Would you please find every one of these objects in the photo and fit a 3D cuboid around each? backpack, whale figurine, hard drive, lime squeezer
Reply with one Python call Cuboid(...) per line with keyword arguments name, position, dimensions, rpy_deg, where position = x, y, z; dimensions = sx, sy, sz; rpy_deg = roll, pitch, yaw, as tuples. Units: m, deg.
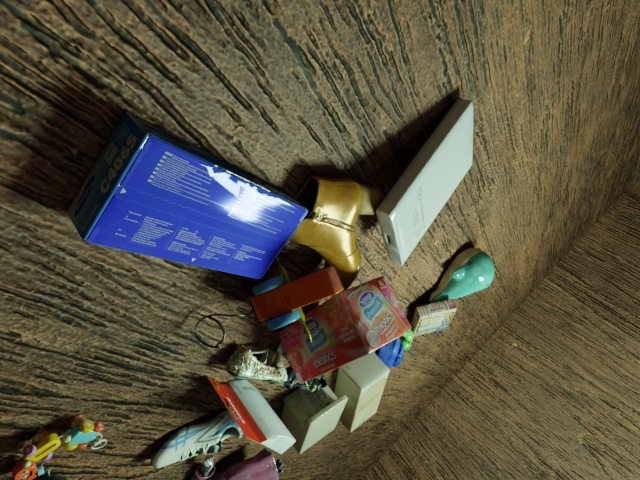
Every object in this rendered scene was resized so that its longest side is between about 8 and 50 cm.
Cuboid(name="backpack", position=(0.253, 0.393, 1.590), dimensions=(0.098, 0.101, 0.120), rpy_deg=(-68, 164, -50))
Cuboid(name="whale figurine", position=(0.534, 0.158, 1.637), dimensions=(0.272, 0.141, 0.216), rpy_deg=(-47, 147, 5))
Cuboid(name="hard drive", position=(0.262, -0.134, 1.057), dimensions=(0.353, 0.047, 0.233), rpy_deg=(-52, 148, -16))
Cuboid(name="lime squeezer", position=(0.313, 0.403, 1.714), dimensions=(0.109, 0.059, 0.311), rpy_deg=(-34, 145, -20))

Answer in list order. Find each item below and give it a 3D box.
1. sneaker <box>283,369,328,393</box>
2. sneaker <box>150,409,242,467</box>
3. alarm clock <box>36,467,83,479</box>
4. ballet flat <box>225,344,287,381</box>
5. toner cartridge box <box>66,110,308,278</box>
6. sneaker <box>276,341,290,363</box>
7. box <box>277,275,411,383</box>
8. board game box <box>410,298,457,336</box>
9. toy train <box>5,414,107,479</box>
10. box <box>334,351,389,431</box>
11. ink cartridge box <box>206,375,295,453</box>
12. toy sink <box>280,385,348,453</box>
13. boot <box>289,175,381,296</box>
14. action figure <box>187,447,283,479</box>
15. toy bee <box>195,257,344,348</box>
Cuboid(name="sneaker", position=(-0.038, 0.419, 1.316), dimensions=(0.188, 0.078, 0.067), rpy_deg=(20, 108, -54))
Cuboid(name="sneaker", position=(-0.304, 0.508, 1.105), dimensions=(0.237, 0.086, 0.085), rpy_deg=(-14, 136, -38))
Cuboid(name="alarm clock", position=(-0.567, 0.536, 0.856), dimensions=(0.192, 0.064, 0.129), rpy_deg=(-54, 147, 7))
Cuboid(name="ballet flat", position=(-0.141, 0.310, 1.095), dimensions=(0.241, 0.091, 0.077), rpy_deg=(40, 70, -60))
Cuboid(name="toner cartridge box", position=(-0.180, -0.046, 0.693), dimensions=(0.165, 0.075, 0.347), rpy_deg=(-55, 146, 9))
Cuboid(name="sneaker", position=(-0.054, 0.320, 1.201), dimensions=(0.063, 0.075, 0.170), rpy_deg=(-48, 147, 0))
Cuboid(name="box", position=(0.047, 0.218, 1.047), dimensions=(0.154, 0.142, 0.300), rpy_deg=(-15, 163, -39))
Cuboid(name="board game box", position=(0.425, 0.298, 1.668), dimensions=(0.146, 0.045, 0.194), rpy_deg=(-12, 147, -6))
Cuboid(name="toy train", position=(-0.490, 0.381, 0.809), dimensions=(0.166, 0.046, 0.125), rpy_deg=(-16, 141, -38))
Cuboid(name="box", position=(0.141, 0.550, 1.608), dimensions=(0.147, 0.121, 0.311), rpy_deg=(-26, 141, -29))
Cuboid(name="ink cartridge box", position=(-0.165, 0.414, 1.070), dimensions=(0.066, 0.189, 0.232), rpy_deg=(-38, 144, -15))
Cuboid(name="toy sink", position=(-0.030, 0.546, 1.407), dimensions=(0.152, 0.131, 0.234), rpy_deg=(-23, 144, -32))
Cuboid(name="boot", position=(0.001, 0.000, 0.936), dimensions=(0.211, 0.104, 0.295), rpy_deg=(-1, 121, -41))
Cuboid(name="action figure", position=(-0.305, 0.742, 1.311), dimensions=(0.369, 0.248, 0.275), rpy_deg=(4, 165, -36))
Cuboid(name="toy bee", position=(-0.090, 0.111, 0.910), dimensions=(0.162, 0.297, 0.196), rpy_deg=(-18, 107, -77))
